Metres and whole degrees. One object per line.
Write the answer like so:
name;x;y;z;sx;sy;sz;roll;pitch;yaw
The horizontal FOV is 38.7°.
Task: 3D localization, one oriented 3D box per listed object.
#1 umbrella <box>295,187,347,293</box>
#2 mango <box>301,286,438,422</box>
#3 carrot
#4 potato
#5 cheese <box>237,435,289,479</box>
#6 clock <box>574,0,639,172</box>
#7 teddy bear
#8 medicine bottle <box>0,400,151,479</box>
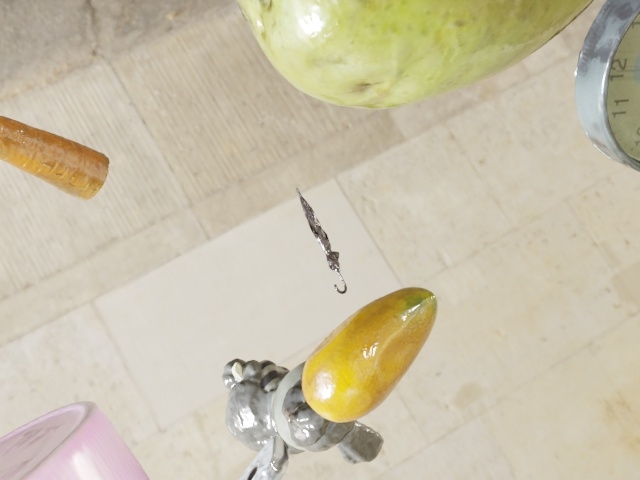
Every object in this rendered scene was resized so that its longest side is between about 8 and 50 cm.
umbrella;0.002;0.000;0.953;0.022;0.122;0.013;-12;165;-46
mango;0.050;0.114;0.939;0.165;0.089;0.115;-47;173;-20
carrot;-0.331;-0.105;0.976;0.209;0.061;0.061;25;130;-39
potato;0.059;-0.179;0.459;0.228;0.197;0.148;-23;158;-13
cheese;-0.099;0.254;0.744;0.235;0.049;0.127;-52;-170;17
clock;0.437;-0.205;1.080;0.280;0.281;0.055;-32;-147;1
teddy bear;-0.005;0.216;1.194;0.251;0.171;0.144;-11;-134;52
medicine bottle;-0.134;0.278;0.531;0.202;0.316;0.202;-29;-173;4
